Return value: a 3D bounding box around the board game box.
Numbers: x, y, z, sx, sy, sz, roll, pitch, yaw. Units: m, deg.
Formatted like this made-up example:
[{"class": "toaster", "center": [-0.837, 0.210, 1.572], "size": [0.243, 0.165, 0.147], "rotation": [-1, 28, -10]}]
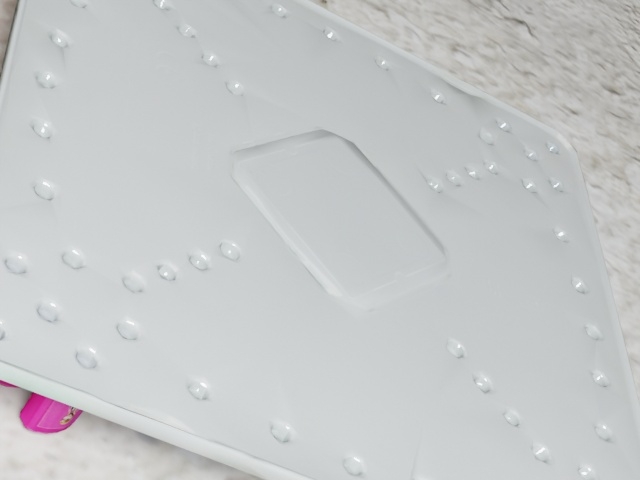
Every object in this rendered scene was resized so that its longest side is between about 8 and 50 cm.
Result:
[{"class": "board game box", "center": [0.000, 0.000, 0.827], "size": [0.390, 0.050, 0.390], "rotation": [25, 36, -22]}]
